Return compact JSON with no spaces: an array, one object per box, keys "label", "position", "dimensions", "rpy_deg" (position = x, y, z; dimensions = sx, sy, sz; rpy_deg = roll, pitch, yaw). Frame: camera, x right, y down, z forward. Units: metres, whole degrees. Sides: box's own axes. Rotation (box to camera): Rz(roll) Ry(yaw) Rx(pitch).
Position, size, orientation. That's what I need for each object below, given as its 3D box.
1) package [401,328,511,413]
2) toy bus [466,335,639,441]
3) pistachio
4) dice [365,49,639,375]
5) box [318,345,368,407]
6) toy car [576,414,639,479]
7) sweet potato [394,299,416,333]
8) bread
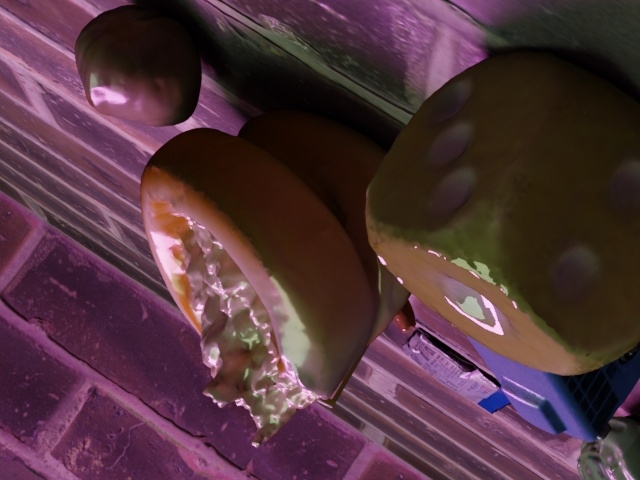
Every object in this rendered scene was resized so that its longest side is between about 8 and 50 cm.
[{"label":"package","position":[0.196,0.195,2.021],"dimensions":[0.173,0.027,0.171],"rpy_deg":[34,165,3]},{"label":"toy bus","position":[0.220,0.093,1.307],"dimensions":[0.116,0.133,0.234],"rpy_deg":[26,164,34]},{"label":"pistachio","position":[-0.182,-0.171,1.396],"dimensions":[0.124,0.124,0.185],"rpy_deg":[30,170,20]},{"label":"dice","position":[0.148,-0.020,0.979],"dimensions":[0.169,0.169,0.166],"rpy_deg":[42,165,-29]},{"label":"box","position":[-0.054,0.129,2.098],"dimensions":[0.177,0.148,0.195],"rpy_deg":[32,175,-34]},{"label":"toy car","position":[0.446,0.346,1.574],"dimensions":[0.358,0.176,0.213],"rpy_deg":[34,167,4]},{"label":"sweet potato","position":[0.000,0.000,1.709],"dimensions":[0.314,0.066,0.072],"rpy_deg":[35,161,12]},{"label":"bread","position":[-0.033,0.031,1.429],"dimensions":[0.424,0.245,0.329],"rpy_deg":[157,98,-73]}]
